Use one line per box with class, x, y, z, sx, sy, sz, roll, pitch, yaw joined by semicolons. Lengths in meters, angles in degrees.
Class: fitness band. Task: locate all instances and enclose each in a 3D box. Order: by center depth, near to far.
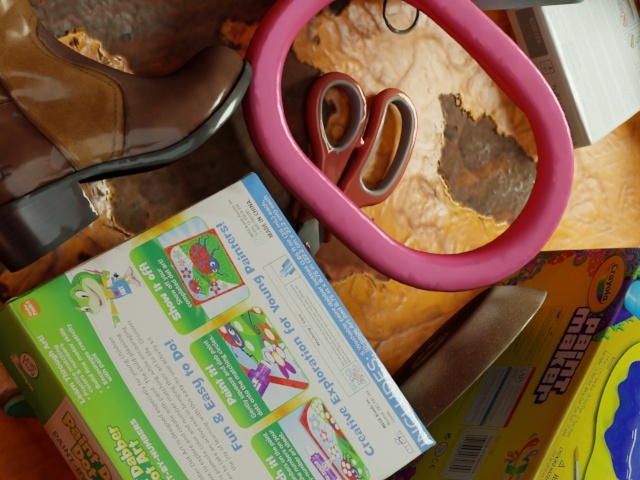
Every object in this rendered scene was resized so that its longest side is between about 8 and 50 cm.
fitness band;0.071;-0.089;1.586;0.291;0.054;0.209;43;86;-14

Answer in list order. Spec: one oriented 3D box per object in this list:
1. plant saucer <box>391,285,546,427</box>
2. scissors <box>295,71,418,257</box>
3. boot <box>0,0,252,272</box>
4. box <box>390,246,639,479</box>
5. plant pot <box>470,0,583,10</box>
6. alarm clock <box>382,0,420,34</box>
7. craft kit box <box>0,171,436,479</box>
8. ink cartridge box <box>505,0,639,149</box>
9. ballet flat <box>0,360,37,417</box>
plant saucer;0.097;0.098;1.583;0.036;0.198;0.198;46;62;-1
scissors;0.000;0.000;1.614;0.109;0.021;0.297;29;71;-30
boot;-0.209;-0.158;1.457;0.264;0.096;0.280;-37;101;-23
box;0.239;0.202;1.678;0.279;0.177;0.290;41;66;-28
plant pot;0.155;-0.311;1.625;0.165;0.166;0.234;-4;105;5
alarm clock;0.029;-0.250;1.626;0.129;0.064;0.192;-46;116;-28
craft kit box;-0.074;0.106;1.427;0.246;0.061;0.250;-29;83;-42
ink cartridge box;0.244;-0.176;1.795;0.179;0.045;0.145;-34;107;-51
ballet flat;-0.136;0.097;1.481;0.241;0.091;0.077;13;55;-38
